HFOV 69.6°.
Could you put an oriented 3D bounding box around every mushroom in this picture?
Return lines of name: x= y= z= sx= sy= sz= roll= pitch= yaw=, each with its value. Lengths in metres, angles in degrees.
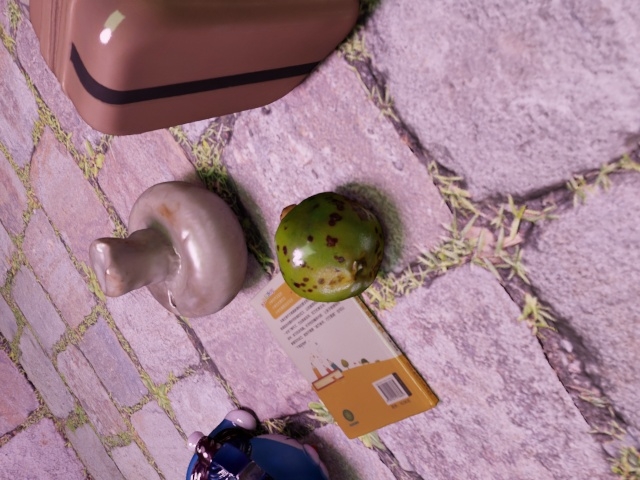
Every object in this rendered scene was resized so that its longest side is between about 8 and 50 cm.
mushroom: x=-0.248 y=0.027 z=0.741 sx=0.243 sy=0.243 sz=0.244 roll=17 pitch=121 yaw=32

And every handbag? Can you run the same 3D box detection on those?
handbag: x=-0.135 y=-0.214 z=0.489 sx=0.283 sy=0.301 sz=0.149 roll=-25 pitch=94 yaw=48

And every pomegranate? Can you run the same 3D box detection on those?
pomegranate: x=-0.006 y=0.003 z=0.602 sx=0.169 sy=0.122 sz=0.143 roll=33 pitch=116 yaw=26

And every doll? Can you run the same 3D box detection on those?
doll: x=-0.116 y=0.472 z=0.853 sx=0.309 sy=0.240 sz=0.284 roll=-3 pitch=124 yaw=45

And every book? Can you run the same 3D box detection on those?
book: x=0.021 y=0.169 z=0.732 sx=0.295 sy=0.020 sz=0.208 roll=53 pitch=132 yaw=6

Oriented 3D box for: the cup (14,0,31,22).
cup: x=-0.273 y=-0.363 z=0.532 sx=0.257 sy=0.227 sz=0.301 roll=66 pitch=158 yaw=0
